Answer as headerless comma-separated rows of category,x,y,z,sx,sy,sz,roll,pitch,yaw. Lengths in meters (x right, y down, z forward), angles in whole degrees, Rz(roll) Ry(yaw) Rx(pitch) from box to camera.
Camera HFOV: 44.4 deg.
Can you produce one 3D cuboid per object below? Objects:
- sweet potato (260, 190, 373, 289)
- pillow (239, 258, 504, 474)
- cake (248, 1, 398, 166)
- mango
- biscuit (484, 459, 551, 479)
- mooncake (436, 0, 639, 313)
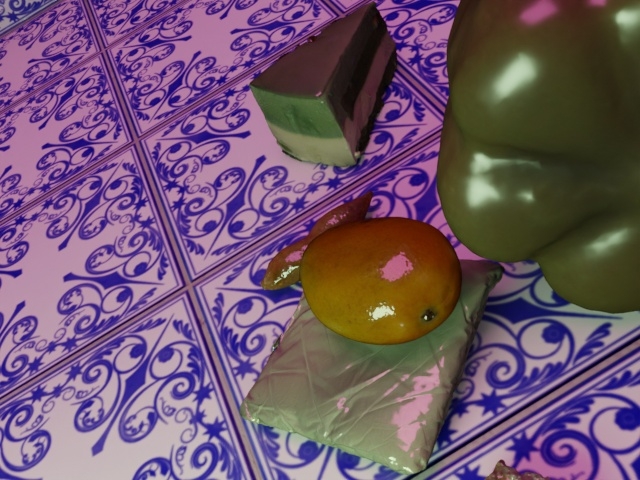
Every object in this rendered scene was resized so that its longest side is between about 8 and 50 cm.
sweet potato,0.001,0.002,1.149,0.218,0.051,0.065,-39,39,-9
pillow,0.062,0.129,0.973,0.274,0.076,0.281,7,59,38
cake,0.056,-0.260,1.305,0.283,0.158,0.172,-39,42,-14
mango,0.059,0.046,0.903,0.221,0.120,0.152,-2,54,42
biscuit,0.200,0.334,0.713,0.141,0.038,0.290,-29,39,4
mooncake,0.341,-0.138,0.786,0.466,0.467,0.262,-8,46,24
